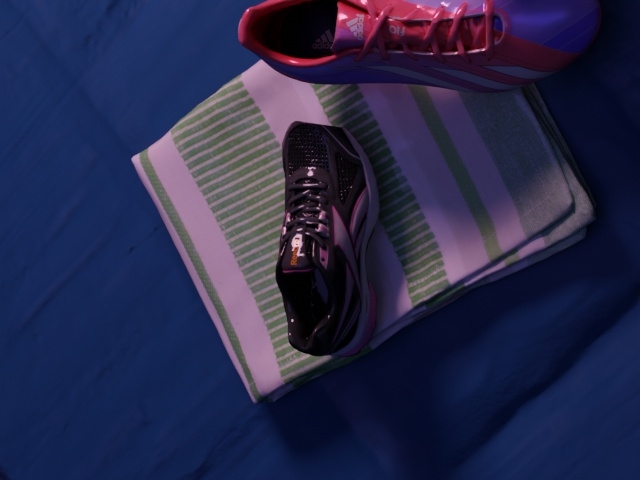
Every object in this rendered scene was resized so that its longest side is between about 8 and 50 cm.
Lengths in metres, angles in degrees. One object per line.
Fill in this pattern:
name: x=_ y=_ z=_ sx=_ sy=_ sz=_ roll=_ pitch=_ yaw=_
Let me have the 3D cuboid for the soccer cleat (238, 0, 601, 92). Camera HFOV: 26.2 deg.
soccer cleat: x=0.063 y=-0.142 z=0.938 sx=0.248 sy=0.095 sz=0.083 roll=3 pitch=95 yaw=28

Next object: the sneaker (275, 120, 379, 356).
sneaker: x=0.000 y=0.000 z=0.996 sx=0.072 sy=0.077 sz=0.178 roll=-9 pitch=90 yaw=28

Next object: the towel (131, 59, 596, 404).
towel: x=0.021 y=-0.043 z=1.043 sx=0.325 sy=0.038 sz=0.248 roll=-32 pitch=80 yaw=28
